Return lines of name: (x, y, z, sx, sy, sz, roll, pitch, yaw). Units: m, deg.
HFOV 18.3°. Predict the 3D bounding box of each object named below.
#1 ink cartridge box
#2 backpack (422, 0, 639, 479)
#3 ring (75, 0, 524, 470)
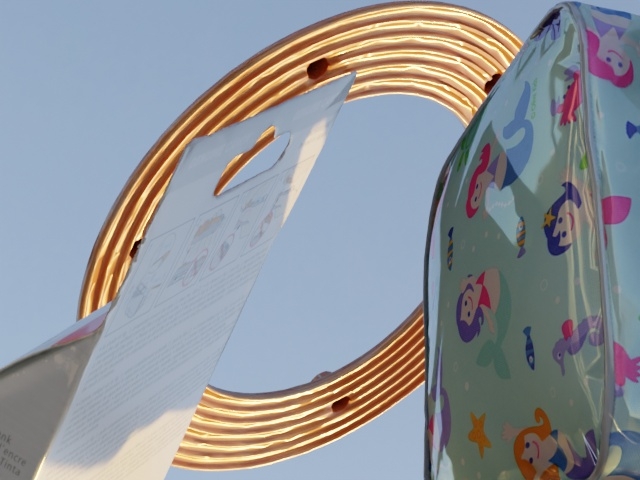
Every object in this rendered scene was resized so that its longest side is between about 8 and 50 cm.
ink cartridge box: (-0.082, 0.034, 0.815, 0.066, 0.189, 0.232, 26, -69, 13)
backpack: (0.139, 0.036, 0.751, 0.191, 0.225, 0.253, 4, -24, -9)
ring: (0.000, 0.000, 1.186, 0.032, 0.336, 0.337, 46, -27, 39)
